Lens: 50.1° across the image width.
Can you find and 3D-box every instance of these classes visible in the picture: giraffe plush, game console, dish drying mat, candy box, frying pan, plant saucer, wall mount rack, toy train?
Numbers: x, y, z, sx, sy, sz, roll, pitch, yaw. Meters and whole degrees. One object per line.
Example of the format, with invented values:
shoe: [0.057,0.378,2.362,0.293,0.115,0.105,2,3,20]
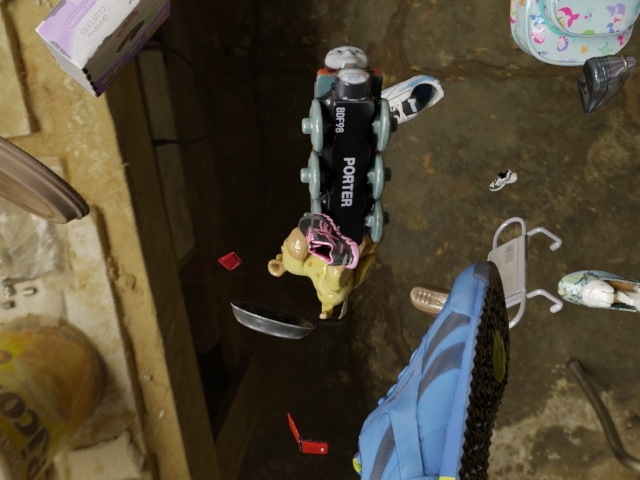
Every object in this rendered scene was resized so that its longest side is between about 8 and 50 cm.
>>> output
giraffe plush: [0.001,0.031,1.334,0.170,0.181,0.210,33,123,20]
game console: [-0.036,0.566,2.004,0.124,0.144,0.085,4,62,2]
dish drying mat: [-0.168,0.040,1.289,0.032,0.083,0.008,-27,77,-2]
candy box: [-0.270,-0.283,0.885,0.070,0.196,0.165,40,83,-10]
frying pan: [-0.085,0.181,1.586,0.197,0.326,0.053,16,90,21]
plant saucer: [-0.492,-0.105,1.067,0.277,0.278,0.041,30,72,-5]
wall mount rack: [0.500,0.124,1.825,0.130,0.350,0.304,31,140,-21]
toy train: [0.037,-0.136,1.088,0.142,0.190,0.334,-2,131,-3]

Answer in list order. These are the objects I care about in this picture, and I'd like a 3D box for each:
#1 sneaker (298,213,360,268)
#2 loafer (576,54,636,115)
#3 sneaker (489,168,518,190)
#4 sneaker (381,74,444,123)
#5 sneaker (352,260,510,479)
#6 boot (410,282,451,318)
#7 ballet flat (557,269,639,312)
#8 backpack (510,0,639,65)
sneaker: [0.000,0.000,0.940,0.057,0.119,0.047,-10,124,-37]
loafer: [0.416,-0.226,1.006,0.061,0.170,0.062,-12,86,11]
sneaker: [0.436,-0.149,1.658,0.036,0.032,0.083,27,143,-25]
sneaker: [0.161,-0.288,1.487,0.237,0.086,0.085,-31,115,-7]
sneaker: [0.060,0.095,0.399,0.082,0.209,0.069,-4,137,31]
boot: [0.338,0.169,1.635,0.248,0.207,0.090,25,90,22]
ballet flat: [0.508,0.091,1.178,0.188,0.070,0.070,3,107,-4]
backpack: [0.464,-0.445,1.236,0.225,0.191,0.254,-1,118,-6]
